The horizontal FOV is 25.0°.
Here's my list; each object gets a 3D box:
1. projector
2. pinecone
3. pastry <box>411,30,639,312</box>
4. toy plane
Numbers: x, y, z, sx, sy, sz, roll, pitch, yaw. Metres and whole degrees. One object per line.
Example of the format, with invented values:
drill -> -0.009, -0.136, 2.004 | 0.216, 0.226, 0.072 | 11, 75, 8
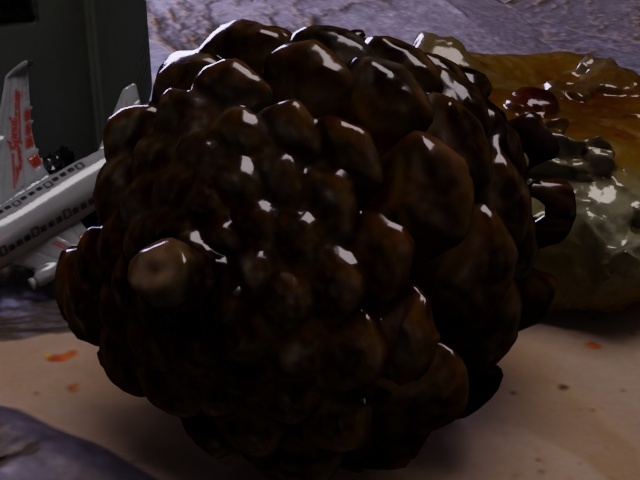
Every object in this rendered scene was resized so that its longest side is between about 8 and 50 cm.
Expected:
projector -> -0.181, -0.141, 0.996 | 0.099, 0.192, 0.256 | -2, 26, 1
pinecone -> 0.000, 0.000, 0.705 | 0.224, 0.224, 0.272 | 16, 18, 25
pastry -> 0.139, -0.052, 0.918 | 0.257, 0.121, 0.236 | 14, 28, 20
toy plane -> -0.161, -0.018, 0.857 | 0.171, 0.162, 0.065 | -34, -2, -8
